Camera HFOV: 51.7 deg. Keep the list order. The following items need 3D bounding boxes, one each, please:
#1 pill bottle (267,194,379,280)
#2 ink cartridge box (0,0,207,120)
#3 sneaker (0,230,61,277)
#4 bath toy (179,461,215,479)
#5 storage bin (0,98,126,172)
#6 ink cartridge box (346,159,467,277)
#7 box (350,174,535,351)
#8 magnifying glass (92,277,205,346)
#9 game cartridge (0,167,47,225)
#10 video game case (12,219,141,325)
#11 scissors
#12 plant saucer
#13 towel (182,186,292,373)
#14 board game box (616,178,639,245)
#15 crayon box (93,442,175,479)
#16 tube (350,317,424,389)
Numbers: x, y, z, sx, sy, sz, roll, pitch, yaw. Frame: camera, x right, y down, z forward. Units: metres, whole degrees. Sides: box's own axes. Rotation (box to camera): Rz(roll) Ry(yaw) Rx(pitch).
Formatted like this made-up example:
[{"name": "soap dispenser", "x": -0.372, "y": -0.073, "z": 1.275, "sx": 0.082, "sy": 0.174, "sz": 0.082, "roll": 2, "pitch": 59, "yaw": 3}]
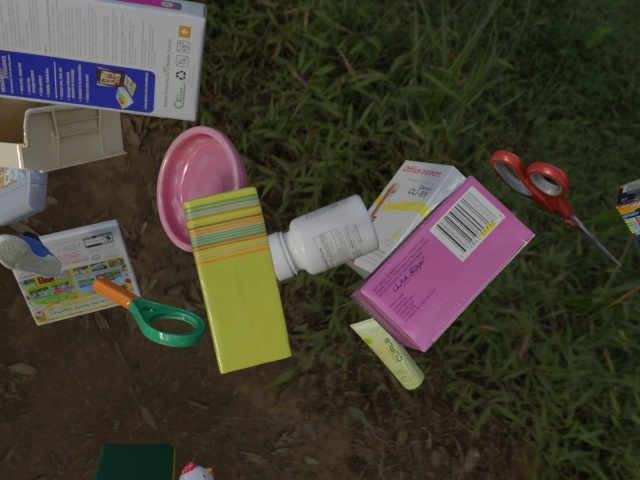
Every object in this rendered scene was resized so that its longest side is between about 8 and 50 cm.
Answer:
[{"name": "pill bottle", "x": 0.000, "y": 0.000, "z": 1.431, "sx": 0.229, "sy": 0.131, "sz": 0.131, "roll": -22, "pitch": 81, "yaw": 0}, {"name": "ink cartridge box", "x": -0.362, "y": -0.287, "z": 0.986, "sx": 0.371, "sy": 0.175, "sz": 0.069, "roll": 4, "pitch": 41, "yaw": -14}, {"name": "sneaker", "x": -0.545, "y": 0.014, "z": 1.193, "sx": 0.084, "sy": 0.152, "sz": 0.058, "roll": 36, "pitch": 88, "yaw": 28}, {"name": "bath toy", "x": -0.240, "y": 0.639, "z": 1.557, "sx": 0.151, "sy": 0.348, "sz": 0.129, "roll": -15, "pitch": 113, "yaw": -31}, {"name": "storage bin", "x": -0.585, "y": -0.224, "z": 1.348, "sx": 0.260, "sy": 0.262, "sz": 0.123, "roll": -29, "pitch": 123, "yaw": -57}, {"name": "ink cartridge box", "x": 0.260, "y": -0.041, "z": 1.965, "sx": 0.160, "sy": 0.279, "sz": 0.384, "roll": 40, "pitch": 84, "yaw": -24}, {"name": "box", "x": 0.162, "y": 0.041, "z": 0.962, "sx": 0.117, "sy": 0.243, "sz": 0.213, "roll": 44, "pitch": 85, "yaw": 5}, {"name": "magnifying glass", "x": -0.278, "y": 0.111, "z": 1.049, "sx": 0.231, "sy": 0.026, "sz": 0.092, "roll": 24, "pitch": 22, "yaw": 30}, {"name": "game cartridge", "x": -0.754, "y": -0.201, "z": 1.641, "sx": 0.062, "sy": 0.198, "sz": 0.297, "roll": 4, "pitch": 74, "yaw": -49}, {"name": "video game case", "x": -0.518, "y": 0.070, "z": 1.398, "sx": 0.227, "sy": 0.206, "sz": 0.026, "roll": -14, "pitch": 35, "yaw": -11}, {"name": "scissors", "x": 0.338, "y": -0.041, "z": 0.936, "sx": 0.297, "sy": 0.109, "sz": 0.021, "roll": 36, "pitch": 78, "yaw": -43}, {"name": "plant saucer", "x": -0.305, "y": -0.132, "z": 1.750, "sx": 0.084, "sy": 0.332, "sz": 0.332, "roll": 3, "pitch": 71, "yaw": -49}, {"name": "towel", "x": -0.111, "y": 0.052, "z": 0.889, "sx": 0.102, "sy": 0.021, "sz": 0.237, "roll": -12, "pitch": 91, "yaw": -7}, {"name": "board game box", "x": 0.431, "y": -0.022, "z": 0.704, "sx": 0.141, "sy": 0.170, "sz": 0.048, "roll": 51, "pitch": 45, "yaw": -17}, {"name": "crayon box", "x": -0.232, "y": 0.478, "z": 0.761, "sx": 0.106, "sy": 0.313, "sz": 0.363, "roll": 4, "pitch": 104, "yaw": -10}, {"name": "tube", "x": 0.173, "y": 0.277, "z": 1.645, "sx": 0.070, "sy": 0.062, "sz": 0.240, "roll": -41, "pitch": 117, "yaw": -8}]
